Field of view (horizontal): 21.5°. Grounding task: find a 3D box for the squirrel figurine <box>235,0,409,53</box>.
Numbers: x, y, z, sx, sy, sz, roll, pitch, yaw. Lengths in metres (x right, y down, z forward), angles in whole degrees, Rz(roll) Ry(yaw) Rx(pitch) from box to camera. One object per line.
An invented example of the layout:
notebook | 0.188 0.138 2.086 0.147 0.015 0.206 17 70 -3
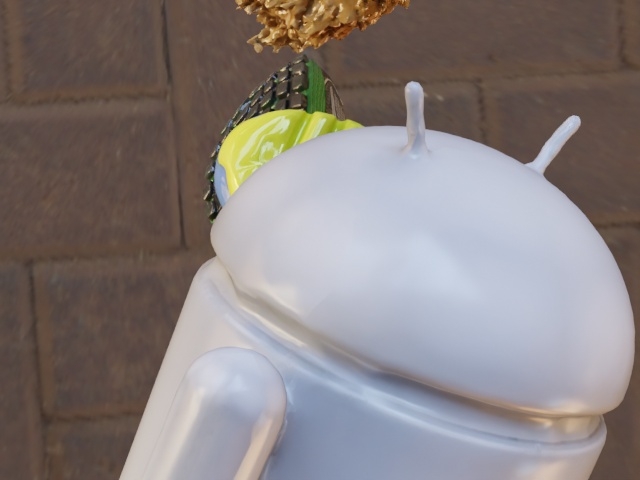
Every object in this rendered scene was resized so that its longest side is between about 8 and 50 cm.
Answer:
squirrel figurine | 0.066 -0.314 1.175 0.281 0.370 0.397 1 125 -15

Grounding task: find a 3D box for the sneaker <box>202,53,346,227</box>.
sneaker | 0.000 0.000 1.370 0.146 0.343 0.134 20 138 -37

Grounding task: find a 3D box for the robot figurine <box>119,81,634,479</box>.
robot figurine | 0.018 0.098 0.778 0.200 0.300 0.353 28 106 26

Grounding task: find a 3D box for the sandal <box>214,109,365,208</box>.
sandal | 0.053 0.030 1.170 0.317 0.138 0.126 39 73 -13
